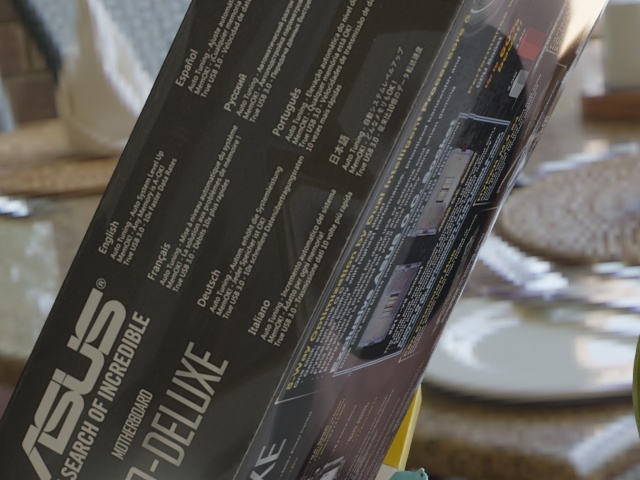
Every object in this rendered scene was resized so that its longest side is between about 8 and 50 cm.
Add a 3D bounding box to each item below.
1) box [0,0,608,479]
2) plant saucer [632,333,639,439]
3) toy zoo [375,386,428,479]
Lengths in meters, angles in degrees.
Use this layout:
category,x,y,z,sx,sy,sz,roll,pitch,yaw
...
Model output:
category,x,y,z,sx,sy,sz,roll,pitch,yaw
box,0.000,0.000,0.635,0.076,0.307,0.242,27,9,13
plant saucer,0.316,0.094,1.178,0.241,0.241,0.037,0,5,24
toy zoo,-0.038,0.176,1.705,0.293,0.030,0.192,16,52,19
